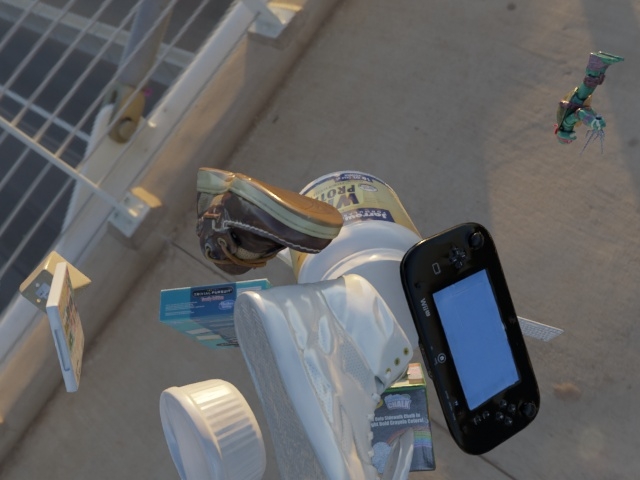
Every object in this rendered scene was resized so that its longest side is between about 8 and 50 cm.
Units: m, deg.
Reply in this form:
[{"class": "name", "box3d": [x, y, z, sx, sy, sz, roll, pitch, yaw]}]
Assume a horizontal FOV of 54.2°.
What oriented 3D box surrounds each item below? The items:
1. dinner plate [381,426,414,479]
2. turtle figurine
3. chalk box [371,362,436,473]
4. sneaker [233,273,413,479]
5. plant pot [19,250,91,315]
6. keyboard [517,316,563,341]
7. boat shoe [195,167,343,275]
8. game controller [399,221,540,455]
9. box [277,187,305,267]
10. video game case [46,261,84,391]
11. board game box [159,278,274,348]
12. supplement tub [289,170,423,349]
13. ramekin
[{"class": "dinner plate", "box3d": [0.113, 0.352, 0.956, 0.017, 0.141, 0.141, 21, 72, 2]}, {"class": "turtle figurine", "box3d": [0.575, -0.285, 1.352, 0.118, 0.234, 0.175, 17, 28, 12]}, {"class": "chalk box", "box3d": [0.139, 0.314, 1.190, 0.133, 0.132, 0.213, -6, 95, 6]}, {"class": "sneaker", "box3d": [0.039, 0.171, 0.613, 0.108, 0.169, 0.292, -34, 71, 54]}, {"class": "plant pot", "box3d": [-0.578, 0.103, 1.344, 0.109, 0.109, 0.096, -48, 13, -3]}, {"class": "keyboard", "box3d": [0.497, 0.214, 1.609, 0.072, 0.256, 0.014, 128, 155, -58]}, {"class": "boat shoe", "box3d": [-0.086, -0.013, 0.770, 0.342, 0.123, 0.123, 21, 94, 59]}, {"class": "game controller", "box3d": [0.216, 0.139, 0.893, 0.166, 0.319, 0.067, -23, 7, -34]}, {"class": "box", "box3d": [0.000, 0.000, 1.498, 0.182, 0.181, 0.119, -55, 30, -7]}, {"class": "video game case", "box3d": [-0.385, 0.127, 0.947, 0.019, 0.143, 0.157, -9, 23, -13]}, {"class": "board game box", "box3d": [-0.210, 0.191, 1.550, 0.254, 0.336, 0.079, -6, 68, 9]}, {"class": "supplement tub", "box3d": [0.066, 0.036, 1.070, 0.228, 0.228, 0.316, -33, 29, 9]}, {"class": "ramekin", "box3d": [-0.220, 0.413, 1.293, 0.127, 0.272, 0.273, -19, 43, -32]}]
